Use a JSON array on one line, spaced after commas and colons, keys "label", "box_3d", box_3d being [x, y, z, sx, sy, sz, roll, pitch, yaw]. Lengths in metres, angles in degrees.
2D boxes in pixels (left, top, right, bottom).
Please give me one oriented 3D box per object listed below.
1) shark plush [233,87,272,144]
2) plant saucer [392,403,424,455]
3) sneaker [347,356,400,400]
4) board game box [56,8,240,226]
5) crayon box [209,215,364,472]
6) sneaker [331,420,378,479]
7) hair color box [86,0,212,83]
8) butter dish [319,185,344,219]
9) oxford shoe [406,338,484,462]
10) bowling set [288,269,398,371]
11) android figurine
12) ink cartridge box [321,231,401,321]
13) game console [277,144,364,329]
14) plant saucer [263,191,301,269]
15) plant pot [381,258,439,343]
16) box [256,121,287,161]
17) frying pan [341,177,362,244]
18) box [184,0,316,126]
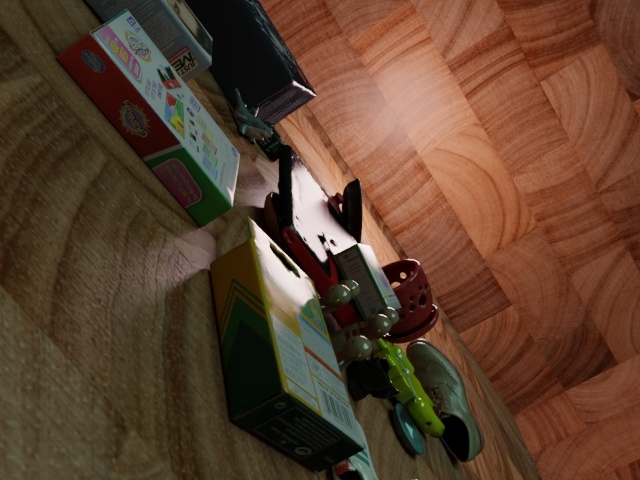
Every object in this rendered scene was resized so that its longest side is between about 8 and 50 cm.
[{"label": "shark plush", "box_3d": [-0.177, -0.312, 1.585, 0.073, 0.067, 0.161, 40, 22, -56]}, {"label": "plant saucer", "box_3d": [0.186, 0.412, 1.364, 0.119, 0.021, 0.119, 55, 13, -19]}, {"label": "sneaker", "box_3d": [0.098, 0.255, 1.233, 0.051, 0.089, 0.170, 53, 13, -23]}, {"label": "board game box", "box_3d": [-0.253, -0.203, 1.013, 0.316, 0.064, 0.242, 53, 13, -24]}, {"label": "crayon box", "box_3d": [-0.057, 0.141, 0.905, 0.203, 0.083, 0.322, 48, 17, -41]}, {"label": "sneaker", "box_3d": [0.039, 0.315, 0.921, 0.161, 0.057, 0.075, 68, 9, 26]}, {"label": "hair color box", "box_3d": [-0.354, -0.467, 1.145, 0.374, 0.114, 0.185, 52, 13, -31]}, {"label": "butter dish", "box_3d": [0.009, -0.084, 1.652, 0.160, 0.118, 0.160, 63, 12, 22]}, {"label": "oxford shoe", "box_3d": [0.332, 0.425, 1.694, 0.348, 0.123, 0.130, 60, 17, 13]}, {"label": "bowling set", "box_3d": [0.023, 0.120, 1.109, 0.199, 0.154, 0.287, 59, 11, 1]}, {"label": "android figurine", "box_3d": [0.209, 0.347, 1.511, 0.272, 0.056, 0.248, 55, 7, -24]}, {"label": "ink cartridge box", "box_3d": [0.086, 0.064, 1.313, 0.209, 0.062, 0.109, 64, 15, 11]}, {"label": "game console", "box_3d": [0.000, 0.000, 1.382, 0.342, 0.060, 0.386, 53, 16, -29]}, {"label": "plant saucer", "box_3d": [-0.066, -0.013, 1.369, 0.200, 0.037, 0.200, 54, 12, -18]}, {"label": "plant pot", "box_3d": [0.214, 0.170, 1.692, 0.174, 0.191, 0.191, 61, 11, -13]}, {"label": "box", "box_3d": [-0.132, -0.264, 1.688, 0.083, 0.052, 0.062, 51, 12, -27]}, {"label": "frying pan", "box_3d": [0.082, -0.058, 1.754, 0.326, 0.053, 0.197, 115, -25, -79]}, {"label": "box", "box_3d": [-0.195, -0.516, 1.758, 0.343, 0.179, 0.312, 58, 13, 0]}]
